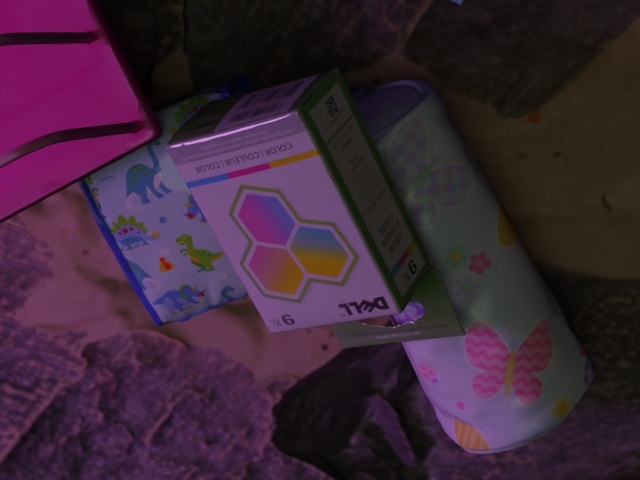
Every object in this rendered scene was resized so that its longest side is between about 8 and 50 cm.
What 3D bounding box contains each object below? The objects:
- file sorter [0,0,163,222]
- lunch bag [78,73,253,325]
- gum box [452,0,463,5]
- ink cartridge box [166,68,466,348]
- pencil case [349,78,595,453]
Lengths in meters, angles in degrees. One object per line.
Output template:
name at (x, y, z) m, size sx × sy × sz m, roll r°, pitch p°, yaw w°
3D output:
file sorter at (-0.276, -0.147, 0.964) m, size 0.202 × 0.182 × 0.291 m, roll -27°, pitch 90°, yaw 14°
lunch bag at (-0.088, -0.026, 1.087) m, size 0.129 × 0.096 × 0.151 m, roll -20°, pitch 100°, yaw 12°
gum box at (0.051, -0.268, 1.003) m, size 0.184 × 0.041 × 0.157 m, roll 28°, pitch 112°, yaw -6°
ink cartridge box at (0.000, 0.000, 0.996) m, size 0.109 × 0.062 × 0.209 m, roll -11°, pitch 117°, yaw 36°
pencil case at (0.086, 0.021, 1.081) m, size 0.124 × 0.113 × 0.273 m, roll -30°, pitch 108°, yaw 8°
